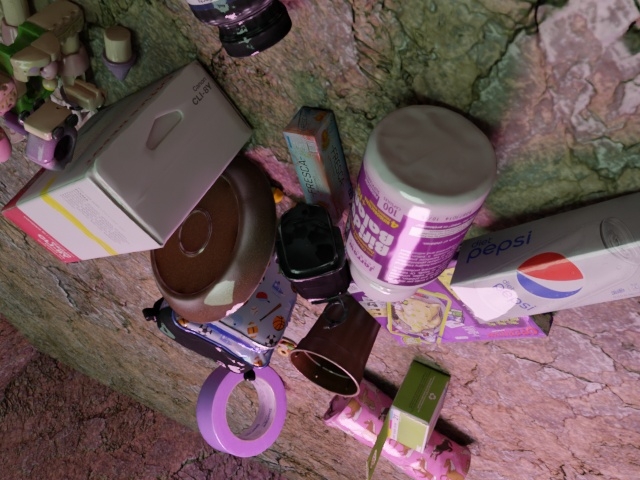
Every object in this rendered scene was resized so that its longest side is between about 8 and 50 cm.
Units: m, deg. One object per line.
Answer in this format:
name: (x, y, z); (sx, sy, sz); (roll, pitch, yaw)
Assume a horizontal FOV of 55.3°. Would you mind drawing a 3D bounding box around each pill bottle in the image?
pill bottle: (-0.117, -0.334, 0.715); (0.122, 0.123, 0.219); (8, 142, 35)
pill bottle: (0.124, -0.033, 0.878); (0.169, 0.169, 0.302); (26, 148, 10)

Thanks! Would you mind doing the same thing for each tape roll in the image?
tape roll: (-0.234, 0.503, 1.844); (0.090, 0.275, 0.275); (-8, 131, 48)

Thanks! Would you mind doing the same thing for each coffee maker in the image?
coffee maker: (0.001, 0.041, 1.001); (0.171, 0.120, 0.178); (53, 177, 15)

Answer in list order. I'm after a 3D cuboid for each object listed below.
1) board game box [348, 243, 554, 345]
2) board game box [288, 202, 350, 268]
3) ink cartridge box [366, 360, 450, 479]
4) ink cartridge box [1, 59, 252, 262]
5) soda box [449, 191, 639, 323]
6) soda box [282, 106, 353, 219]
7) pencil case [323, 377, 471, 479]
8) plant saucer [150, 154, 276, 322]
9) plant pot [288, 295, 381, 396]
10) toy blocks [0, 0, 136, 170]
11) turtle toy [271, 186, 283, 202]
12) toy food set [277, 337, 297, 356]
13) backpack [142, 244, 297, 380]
board game box: (0.215, 0.108, 1.117); (0.208, 0.056, 0.346); (49, 145, -19)
board game box: (0.000, 0.000, 1.171); (0.103, 0.026, 0.154); (17, 146, 24)
ink cartridge box: (0.196, 0.434, 1.385); (0.097, 0.255, 0.189); (21, 147, 18)
ink cartridge box: (-0.341, -0.120, 1.059); (0.384, 0.279, 0.160); (-7, 132, 47)
soda box: (0.323, 0.028, 0.817); (0.286, 0.098, 0.091); (-18, 123, 42)
soda box: (0.000, -0.119, 0.969); (0.058, 0.063, 0.183); (16, 145, 27)
pencil case: (0.201, 0.505, 1.579); (0.386, 0.167, 0.160); (34, 117, -2)
plant saucer: (-0.209, -0.011, 1.089); (0.310, 0.311, 0.050); (2, 169, 39)
plant pot: (0.043, 0.217, 1.304); (0.166, 0.165, 0.167); (23, 148, 15)
toy blocks: (-0.473, -0.226, 1.026); (0.308, 0.289, 0.260); (26, 142, 6)
turtle toy: (-0.134, -0.076, 1.144); (0.095, 0.066, 0.130); (37, 148, -8)
toy food set: (-0.090, 0.293, 1.668); (0.083, 0.020, 0.083); (9, 142, 33)
backpack: (-0.170, 0.106, 1.245); (0.276, 0.264, 0.213); (36, 143, -23)
